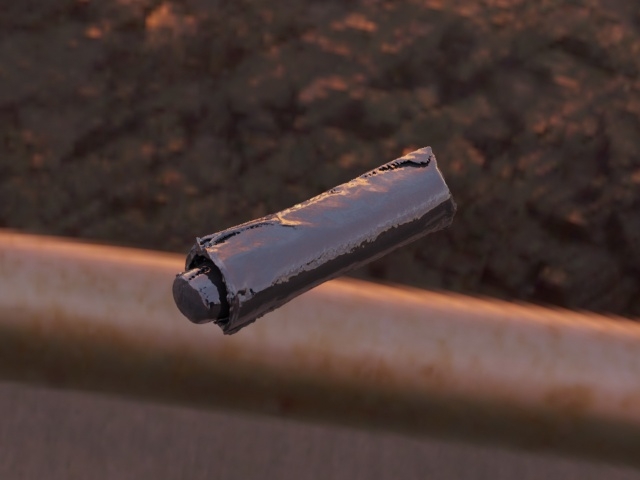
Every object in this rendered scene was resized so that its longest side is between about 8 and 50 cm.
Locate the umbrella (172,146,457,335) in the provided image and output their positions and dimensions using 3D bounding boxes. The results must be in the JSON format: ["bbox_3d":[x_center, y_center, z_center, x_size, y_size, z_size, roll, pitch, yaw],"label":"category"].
[{"bbox_3d":[-0.001,-0.002,0.727,0.133,0.031,0.036,-25,69,-36],"label":"umbrella"}]
